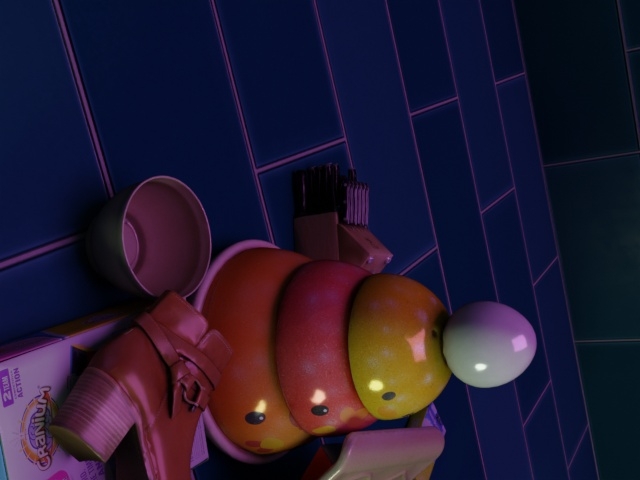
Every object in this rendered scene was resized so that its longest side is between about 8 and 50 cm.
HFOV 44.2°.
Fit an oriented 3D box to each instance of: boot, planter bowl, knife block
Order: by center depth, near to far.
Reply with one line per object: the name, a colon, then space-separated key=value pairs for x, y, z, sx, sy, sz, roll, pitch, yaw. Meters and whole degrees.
boot: x=-0.177 y=0.222 z=0.965 sx=0.283 sy=0.109 sz=0.220 roll=54 pitch=48 yaw=-24
planter bowl: x=-0.237 y=0.003 z=1.034 sx=0.162 sy=0.109 sz=0.162 roll=17 pitch=70 yaw=-56
knife block: x=0.000 y=0.000 z=1.453 sx=0.088 sy=0.242 sz=0.276 roll=5 pitch=125 yaw=-56

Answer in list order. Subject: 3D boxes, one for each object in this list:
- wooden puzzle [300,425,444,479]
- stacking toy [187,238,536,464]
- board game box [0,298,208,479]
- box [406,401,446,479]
wooden puzzle: x=0.009 y=0.413 z=1.244 sx=0.080 sy=0.348 sz=0.322 roll=48 pitch=17 yaw=30
stacking toy: x=0.069 y=0.151 z=1.142 sx=0.350 sy=0.480 sz=0.351 roll=18 pitch=69 yaw=-55
board game box: x=-0.274 y=0.216 z=0.965 sx=0.316 sy=0.064 sz=0.242 roll=-18 pitch=103 yaw=-57
box: x=0.220 y=0.454 z=1.734 sx=0.109 sy=0.042 sz=0.178 roll=64 pitch=37 yaw=-29
